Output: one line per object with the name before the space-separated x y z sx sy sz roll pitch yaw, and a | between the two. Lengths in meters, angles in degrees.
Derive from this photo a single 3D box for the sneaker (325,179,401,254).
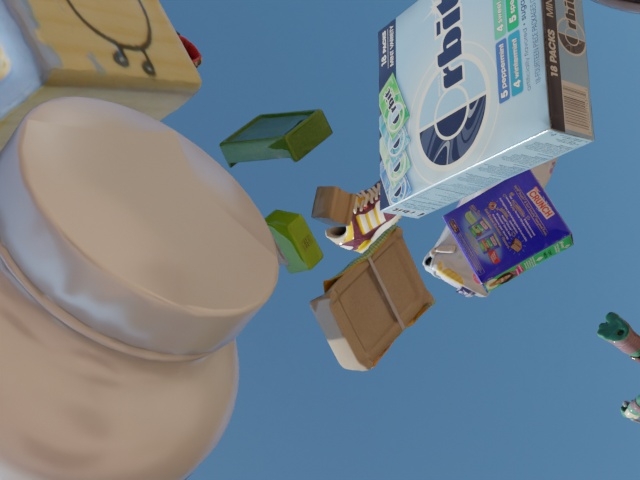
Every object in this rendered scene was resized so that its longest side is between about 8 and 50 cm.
sneaker | 0.079 -0.054 1.417 0.084 0.185 0.069 19 -146 -22

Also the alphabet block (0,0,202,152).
alphabet block | -0.245 -0.146 0.669 0.192 0.193 0.197 62 -157 3

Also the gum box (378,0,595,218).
gum box | 0.107 -0.115 0.633 0.041 0.184 0.156 10 -109 -29

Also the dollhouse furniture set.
dollhouse furniture set | 0.000 0.000 0.522 0.076 0.059 0.151 -43 -62 -33

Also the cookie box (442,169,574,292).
cookie box | 0.201 -0.011 0.954 0.091 0.107 0.040 64 -171 24

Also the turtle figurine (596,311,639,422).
turtle figurine | 0.479 0.164 1.201 0.175 0.118 0.234 -49 -61 -14

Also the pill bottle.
pill bottle | -0.164 0.089 0.438 0.182 0.323 0.181 32 -152 -19

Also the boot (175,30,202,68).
boot | -0.265 -0.178 1.352 0.377 0.284 0.138 13 -142 -39

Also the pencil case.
pencil case | 0.267 -0.047 1.409 0.124 0.113 0.273 26 -85 -14

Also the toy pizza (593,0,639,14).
toy pizza | 0.177 -0.202 0.406 0.032 0.201 0.201 15 -112 -56
